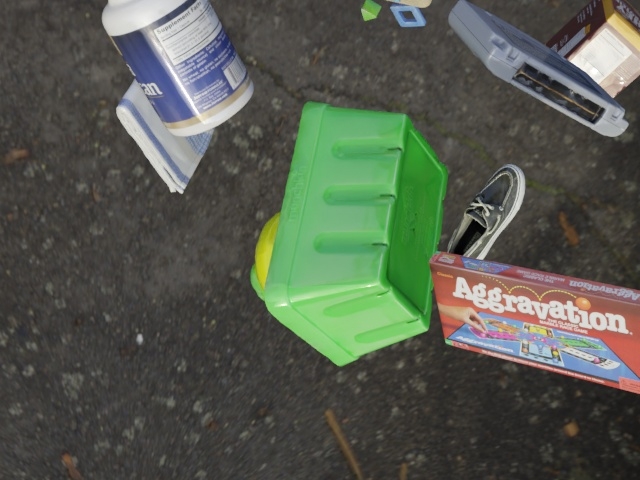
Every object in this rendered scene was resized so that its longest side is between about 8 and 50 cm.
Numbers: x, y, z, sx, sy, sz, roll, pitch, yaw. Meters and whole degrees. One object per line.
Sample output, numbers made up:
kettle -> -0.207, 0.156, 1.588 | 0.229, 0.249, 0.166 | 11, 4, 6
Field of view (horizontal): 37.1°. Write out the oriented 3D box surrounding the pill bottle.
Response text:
pill bottle -> -0.138, -0.187, 0.865 | 0.094, 0.094, 0.169 | -41, 121, -21

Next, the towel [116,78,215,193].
towel -> -0.245, -0.251, 1.664 | 0.034, 0.209, 0.285 | -1, 51, 29

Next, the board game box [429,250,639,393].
board game box -> 0.270, 0.098, 1.152 | 0.281, 0.145, 0.027 | 11, 43, 33

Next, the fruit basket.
fruit basket -> 0.000, 0.000, 1.507 | 0.392, 0.283, 0.392 | -18, 53, 25

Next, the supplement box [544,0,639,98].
supplement box -> 0.558, -0.380, 1.928 | 0.129, 0.194, 0.191 | 39, 32, -12

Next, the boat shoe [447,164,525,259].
boat shoe -> 0.312, -0.046, 1.801 | 0.078, 0.070, 0.219 | 32, 100, 33

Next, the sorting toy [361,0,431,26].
sorting toy -> 0.118, -0.546, 1.943 | 0.196, 0.348, 0.047 | 15, 65, 24

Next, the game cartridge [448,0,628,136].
game cartridge -> 0.344, -0.278, 1.528 | 0.297, 0.062, 0.198 | 22, 23, -28
